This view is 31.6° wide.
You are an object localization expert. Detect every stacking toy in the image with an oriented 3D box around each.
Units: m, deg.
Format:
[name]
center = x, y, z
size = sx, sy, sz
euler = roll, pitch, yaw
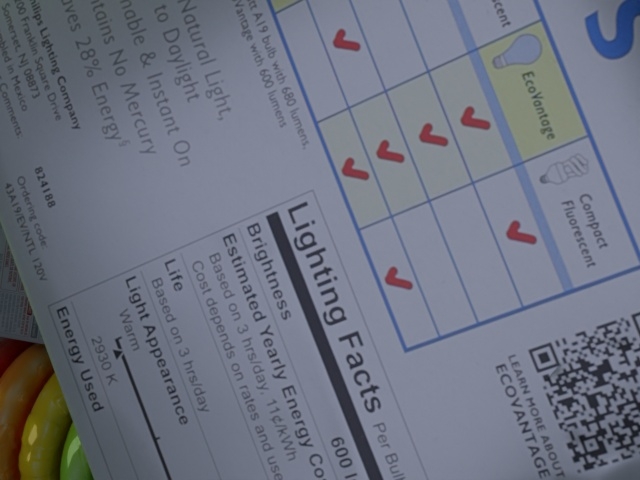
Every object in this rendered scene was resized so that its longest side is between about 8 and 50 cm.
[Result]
[stacking toy]
center = -0.175, 0.161, 0.913
size = 0.302, 0.175, 0.166
euler = 15, 114, 17

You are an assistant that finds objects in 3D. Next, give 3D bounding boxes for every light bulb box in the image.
[light bulb box]
center = 0.042, -0.028, 0.619
size = 0.361, 0.225, 0.358
euler = -22, 86, 21

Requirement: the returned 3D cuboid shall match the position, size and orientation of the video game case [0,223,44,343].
[video game case]
center = -0.172, -0.006, 0.849
size = 0.193, 0.023, 0.212
euler = 11, 120, -9
